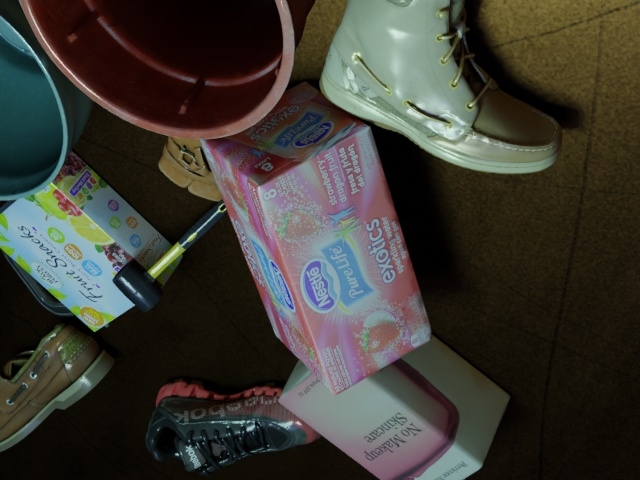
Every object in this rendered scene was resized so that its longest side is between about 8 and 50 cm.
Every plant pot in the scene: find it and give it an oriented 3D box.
[{"bbox_3d":[-0.363,-0.219,1.527,0.293,0.196,0.293,15,135,16],"label":"plant pot"},{"bbox_3d":[-0.098,-0.281,1.274,0.272,0.265,0.272,16,136,16],"label":"plant pot"}]

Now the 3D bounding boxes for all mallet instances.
[{"bbox_3d":[-0.183,0.004,1.700,0.062,0.039,0.190,37,107,-10],"label":"mallet"}]

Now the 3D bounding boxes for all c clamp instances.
[{"bbox_3d":[-0.372,0.058,1.908,0.137,0.022,0.161,-6,126,51],"label":"c clamp"}]

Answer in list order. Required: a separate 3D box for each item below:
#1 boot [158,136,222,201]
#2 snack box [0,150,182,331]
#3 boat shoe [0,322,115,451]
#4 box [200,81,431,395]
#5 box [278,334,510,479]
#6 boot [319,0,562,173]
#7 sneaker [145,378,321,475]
[{"bbox_3d":[-0.157,-0.131,1.588,0.197,0.073,0.152,40,140,-6],"label":"boot"},{"bbox_3d":[-0.311,0.004,1.796,0.207,0.070,0.174,46,134,-14],"label":"snack box"},{"bbox_3d":[-0.425,0.211,2.034,0.104,0.111,0.307,46,125,-10],"label":"boat shoe"},{"bbox_3d":[0.000,0.000,1.525,0.154,0.142,0.300,41,156,51],"label":"box"},{"bbox_3d":[0.091,0.197,1.710,0.232,0.127,0.148,38,136,-7],"label":"box"},{"bbox_3d":[0.135,-0.189,1.359,0.262,0.095,0.203,25,136,12],"label":"boot"},{"bbox_3d":[-0.124,0.264,1.886,0.276,0.135,0.098,0,127,28],"label":"sneaker"}]
